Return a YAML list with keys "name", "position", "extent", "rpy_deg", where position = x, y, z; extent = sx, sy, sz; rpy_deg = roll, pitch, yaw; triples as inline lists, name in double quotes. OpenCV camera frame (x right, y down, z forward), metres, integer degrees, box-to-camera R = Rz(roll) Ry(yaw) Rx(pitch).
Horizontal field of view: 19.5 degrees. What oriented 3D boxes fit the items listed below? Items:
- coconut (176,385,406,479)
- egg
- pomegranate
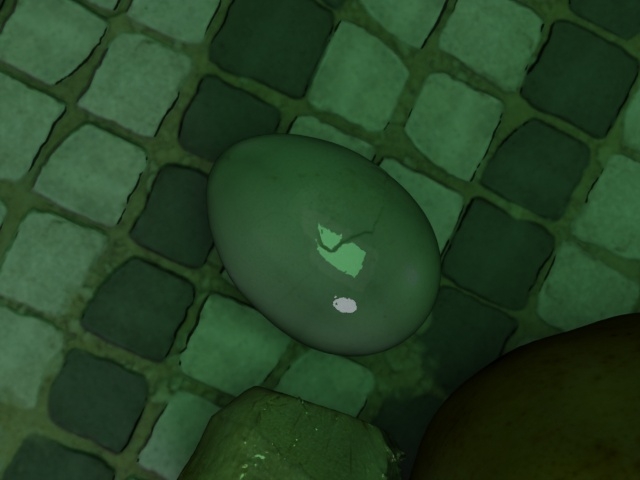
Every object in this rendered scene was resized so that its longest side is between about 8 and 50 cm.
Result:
- name: "coconut"
  position: [-0.033, 0.218, 1.449]
  extent: [0.194, 0.194, 0.194]
  rpy_deg: [0, 87, -5]
- name: "egg"
  position: [0.000, 0.000, 1.474]
  extent: [0.209, 0.151, 0.151]
  rpy_deg: [40, 85, -1]
- name: "pomegranate"
  position: [0.243, 0.260, 1.365]
  extent: [0.417, 0.416, 0.416]
  rpy_deg: [0, 87, -5]
